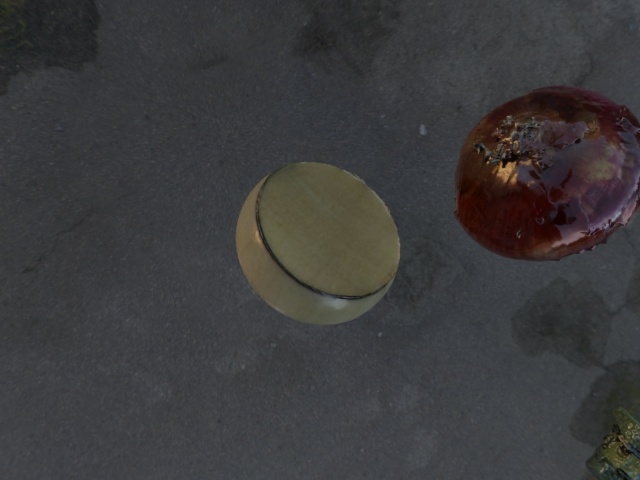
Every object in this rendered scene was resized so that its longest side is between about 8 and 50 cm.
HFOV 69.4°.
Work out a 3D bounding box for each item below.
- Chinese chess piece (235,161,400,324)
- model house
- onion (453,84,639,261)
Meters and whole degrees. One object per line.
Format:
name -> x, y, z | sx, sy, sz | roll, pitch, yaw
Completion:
Chinese chess piece -> 0.000, 0.000, 0.689 | 0.250, 0.103, 0.249 | 13, 57, -20
model house -> 0.338, 0.242, 0.520 | 0.066, 0.079, 0.083 | 44, 102, 12
onion -> 0.260, -0.095, 0.549 | 0.230, 0.230, 0.163 | -45, 136, 0
